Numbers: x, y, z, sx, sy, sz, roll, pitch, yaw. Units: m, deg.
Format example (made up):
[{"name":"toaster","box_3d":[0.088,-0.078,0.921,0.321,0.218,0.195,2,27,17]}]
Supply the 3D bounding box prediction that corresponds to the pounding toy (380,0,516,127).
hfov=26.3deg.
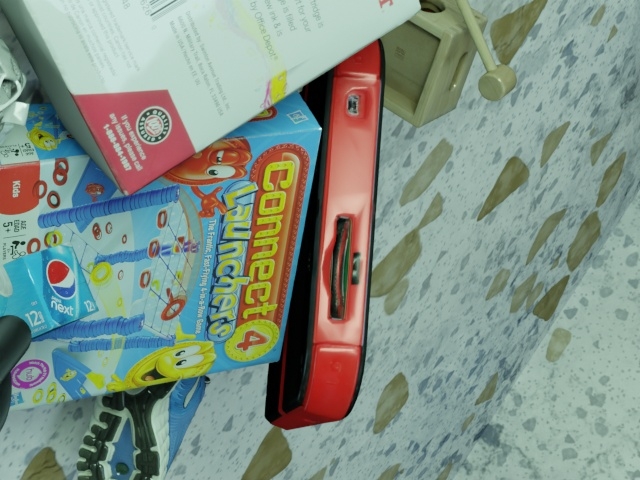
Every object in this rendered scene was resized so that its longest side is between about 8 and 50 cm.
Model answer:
[{"name":"pounding toy","box_3d":[0.144,-0.225,1.559,0.094,0.206,0.181,-31,148,-47]}]

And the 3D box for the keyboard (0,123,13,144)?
[{"name":"keyboard","box_3d":[-0.342,-0.013,1.138,0.256,0.014,0.072,-49,154,26]}]

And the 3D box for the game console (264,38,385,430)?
[{"name":"game console","box_3d":[0.000,0.000,1.440,0.342,0.060,0.386,129,-34,-77]}]

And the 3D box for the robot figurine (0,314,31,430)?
[{"name":"robot figurine","box_3d":[-0.360,0.126,1.079,0.278,0.209,0.173,-31,157,26]}]

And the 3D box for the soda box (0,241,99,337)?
[{"name":"soda box","box_3d":[-0.299,0.071,1.180,0.210,0.067,0.071,-23,180,27]}]

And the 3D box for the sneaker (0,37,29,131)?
[{"name":"sneaker","box_3d":[-0.255,-0.115,0.962,0.105,0.115,0.281,-58,-164,15]}]

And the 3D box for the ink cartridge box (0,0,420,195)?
[{"name":"ink cartridge box","box_3d":[-0.093,-0.216,1.098,0.306,0.131,0.226,-34,135,-14]}]

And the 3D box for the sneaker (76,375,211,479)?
[{"name":"sneaker","box_3d":[-0.194,0.140,1.567,0.147,0.130,0.330,-56,163,-70]}]

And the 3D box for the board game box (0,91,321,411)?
[{"name":"board game box","box_3d":[-0.172,0.007,1.312,0.302,0.086,0.308,-9,133,-22]}]
